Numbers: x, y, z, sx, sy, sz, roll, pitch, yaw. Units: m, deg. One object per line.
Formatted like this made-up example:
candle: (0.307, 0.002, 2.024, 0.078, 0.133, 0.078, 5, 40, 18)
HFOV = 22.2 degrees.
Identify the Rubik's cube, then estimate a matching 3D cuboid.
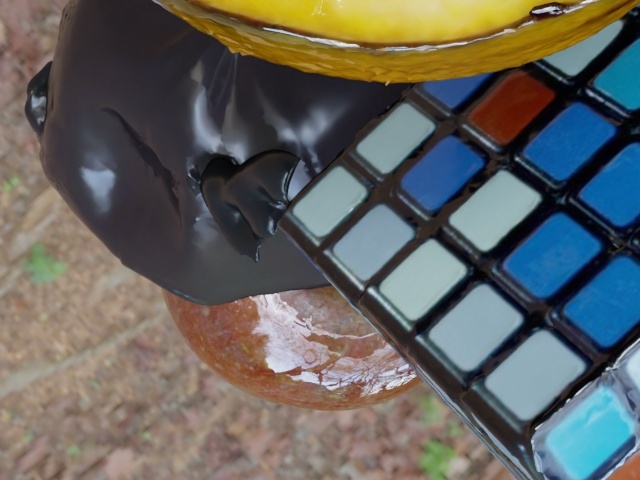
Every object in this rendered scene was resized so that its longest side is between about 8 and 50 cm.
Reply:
Rubik's cube: (0.129, 0.019, 0.608, 0.184, 0.182, 0.187, -42, 128, -3)

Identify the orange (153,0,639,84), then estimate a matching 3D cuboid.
orange: (0.006, -0.188, 0.505, 0.274, 0.310, 0.274, -16, 124, -25)

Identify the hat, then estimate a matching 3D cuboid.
hat: (0.026, -0.084, 0.773, 0.209, 0.336, 0.238, 113, -12, -77)

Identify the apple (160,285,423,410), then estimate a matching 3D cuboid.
apple: (0.000, 0.000, 0.960, 0.201, 0.201, 0.162, -41, -176, -8)
